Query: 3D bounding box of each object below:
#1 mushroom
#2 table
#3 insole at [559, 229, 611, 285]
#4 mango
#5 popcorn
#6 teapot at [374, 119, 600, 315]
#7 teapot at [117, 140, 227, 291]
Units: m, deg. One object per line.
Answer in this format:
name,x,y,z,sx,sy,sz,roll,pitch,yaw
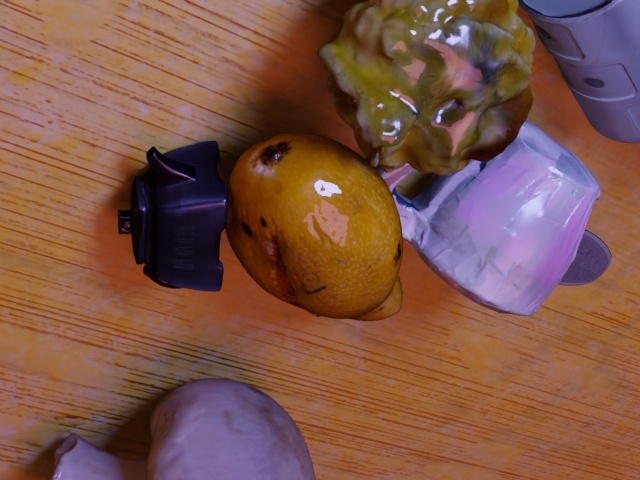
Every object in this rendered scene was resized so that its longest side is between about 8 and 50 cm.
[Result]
mushroom,-0.146,0.296,1.801,0.290,0.297,0.297,-2,138,1
table,0.274,-0.199,1.622,0.126,0.126,0.220,-35,142,7
insole,0.253,0.009,1.935,0.232,0.003,0.080,18,122,-43
mango,-0.003,0.004,1.638,0.120,0.177,0.295,-63,157,-25
popcorn,0.092,-0.156,1.528,0.189,0.169,0.218,-34,131,-4
teapot,0.170,-0.049,1.735,0.178,0.222,0.163,-55,175,15
teapot,-0.140,-0.019,1.602,0.096,0.087,0.177,-3,135,-9
